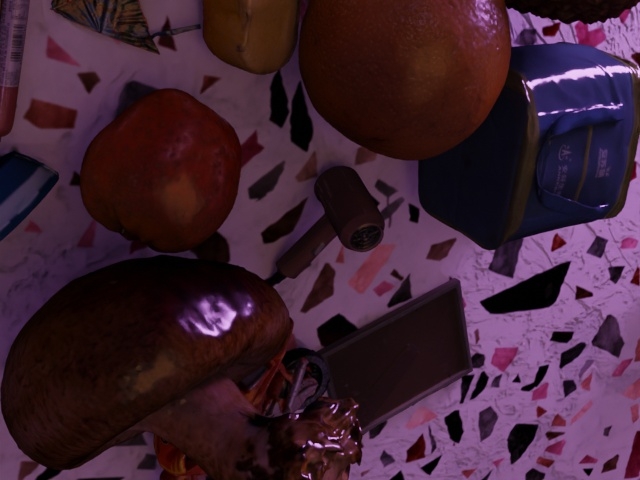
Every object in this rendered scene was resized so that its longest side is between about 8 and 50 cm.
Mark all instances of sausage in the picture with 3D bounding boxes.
[{"bbox_3d":[-0.324,-0.208,1.111,0.029,0.029,0.223,1,112,-33],"label":"sausage"}]

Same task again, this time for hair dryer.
[{"bbox_3d":[0.000,0.000,1.388,0.064,0.117,0.181,26,117,-40],"label":"hair dryer"}]

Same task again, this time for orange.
[{"bbox_3d":[0.097,-0.230,1.235,0.264,0.264,0.264,-14,120,-27],"label":"orange"}]

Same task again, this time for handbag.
[{"bbox_3d":[0.278,-0.130,1.418,0.241,0.222,0.263,-14,118,-32],"label":"handbag"}]

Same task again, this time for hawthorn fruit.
[{"bbox_3d":[-0.174,-0.077,1.188,0.189,0.189,0.189,-14,120,-27],"label":"hawthorn fruit"}]

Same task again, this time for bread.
[{"bbox_3d":[-0.070,-0.311,1.187,0.102,0.094,0.245,-13,120,-38],"label":"bread"}]

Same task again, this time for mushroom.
[{"bbox_3d":[-0.154,0.170,1.202,0.334,0.331,0.356,-37,100,26],"label":"mushroom"}]

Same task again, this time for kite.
[{"bbox_3d":[-0.220,-0.280,1.156,0.160,0.010,0.182,-26,121,-16],"label":"kite"}]

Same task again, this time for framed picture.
[{"bbox_3d":[0.119,0.182,1.599,0.250,0.016,0.184,-27,125,-19],"label":"framed picture"}]

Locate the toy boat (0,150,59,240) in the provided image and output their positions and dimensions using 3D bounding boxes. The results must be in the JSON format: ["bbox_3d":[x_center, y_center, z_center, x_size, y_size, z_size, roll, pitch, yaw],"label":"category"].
[{"bbox_3d":[-0.410,0.002,1.122,0.299,0.096,0.061,-38,119,-14],"label":"toy boat"}]

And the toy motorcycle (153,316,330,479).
[{"bbox_3d":[-0.116,0.243,1.430,0.298,0.089,0.171,-44,128,-7],"label":"toy motorcycle"}]

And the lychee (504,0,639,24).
[{"bbox_3d":[0.281,-0.382,1.292,0.272,0.271,0.271,-14,120,-27],"label":"lychee"}]
